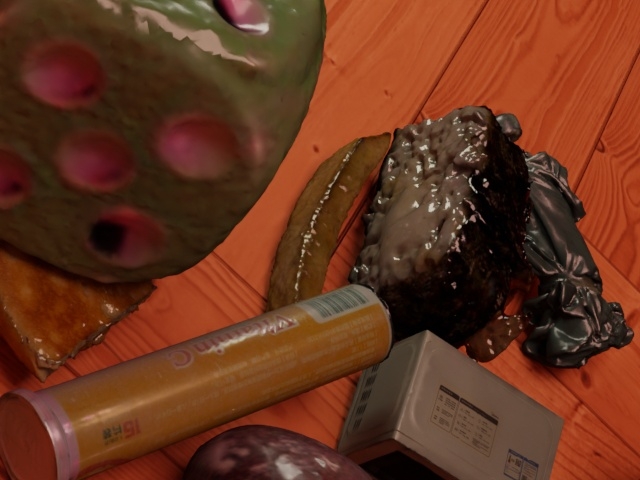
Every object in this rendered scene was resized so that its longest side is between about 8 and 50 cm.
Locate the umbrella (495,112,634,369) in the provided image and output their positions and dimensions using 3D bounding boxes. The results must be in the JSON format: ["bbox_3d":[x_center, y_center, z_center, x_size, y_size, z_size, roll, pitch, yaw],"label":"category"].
[{"bbox_3d":[0.283,-0.001,2.150,0.143,0.094,0.349,-6,65,-37],"label":"umbrella"}]

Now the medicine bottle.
[{"bbox_3d":[-0.108,0.140,1.656,0.426,0.108,0.108,-17,75,-38],"label":"medicine bottle"}]

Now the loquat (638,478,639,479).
[{"bbox_3d":[0.511,0.354,1.956,0.328,0.328,0.328,22,50,-30],"label":"loquat"}]

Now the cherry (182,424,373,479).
[{"bbox_3d":[-0.029,0.288,1.616,0.266,0.184,0.213,41,21,18],"label":"cherry"}]

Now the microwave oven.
[{"bbox_3d":[0.141,0.218,1.848,0.208,0.122,0.162,34,55,-21],"label":"microwave oven"}]

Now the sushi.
[{"bbox_3d":[0.161,-0.007,1.970,0.182,0.196,0.343,35,43,-23],"label":"sushi"}]

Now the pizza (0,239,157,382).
[{"bbox_3d":[-0.250,0.062,1.662,0.193,0.053,0.201,11,45,-35],"label":"pizza"}]

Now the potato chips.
[{"bbox_3d":[0.000,0.000,1.925,0.080,0.057,0.407,41,44,-23],"label":"potato chips"}]

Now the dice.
[{"bbox_3d":[-0.192,-0.178,1.643,0.318,0.330,0.322,27,36,-19],"label":"dice"}]
